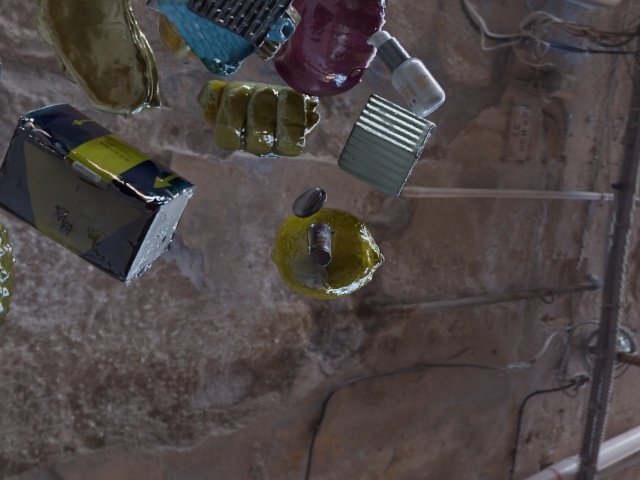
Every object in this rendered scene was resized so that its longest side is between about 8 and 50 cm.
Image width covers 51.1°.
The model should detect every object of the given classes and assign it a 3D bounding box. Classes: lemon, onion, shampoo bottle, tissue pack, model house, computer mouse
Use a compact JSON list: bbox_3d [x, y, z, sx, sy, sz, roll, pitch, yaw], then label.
[{"bbox_3d":[0.016,0.031,1.794,0.310,0.253,0.253,2,-85,12],"label":"lemon"},{"bbox_3d":[-0.008,-0.544,1.614,0.358,0.345,0.358,-32,-140,32],"label":"onion"},{"bbox_3d":[0.172,-0.341,1.348,0.192,0.074,0.074,55,-46,4],"label":"shampoo bottle"},{"bbox_3d":[-0.563,-0.120,1.691,0.416,0.253,0.264,32,-64,0],"label":"tissue pack"},{"bbox_3d":[-0.095,-0.432,1.206,0.241,0.226,0.261,21,-107,37],"label":"model house"},{"bbox_3d":[-0.026,-0.089,1.658,0.096,0.066,0.039,-34,-128,21],"label":"computer mouse"}]

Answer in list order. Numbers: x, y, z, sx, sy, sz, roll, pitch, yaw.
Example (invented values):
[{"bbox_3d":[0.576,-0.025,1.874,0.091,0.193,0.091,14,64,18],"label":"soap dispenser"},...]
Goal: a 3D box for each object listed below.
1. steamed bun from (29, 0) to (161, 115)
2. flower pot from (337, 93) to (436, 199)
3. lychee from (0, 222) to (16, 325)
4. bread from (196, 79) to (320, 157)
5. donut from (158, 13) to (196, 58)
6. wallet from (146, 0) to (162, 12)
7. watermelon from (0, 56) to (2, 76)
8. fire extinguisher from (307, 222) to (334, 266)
[{"bbox_3d":[-0.506,-0.465,1.432,0.189,0.247,0.428,-117,-172,-68],"label":"steamed bun"},{"bbox_3d":[0.173,-0.247,1.772,0.189,0.239,0.209,29,-27,6],"label":"flower pot"},{"bbox_3d":[-0.478,0.044,0.752,0.320,0.270,0.270,-8,-94,33],"label":"lychee"},{"bbox_3d":[-0.182,-0.344,1.898,0.300,0.341,0.210,-141,-124,-69],"label":"bread"},{"bbox_3d":[-0.364,-0.773,2.077,0.449,0.198,0.449,-51,-153,39],"label":"donut"},{"bbox_3d":[-0.318,-0.608,1.725,0.119,0.232,0.025,-52,-133,22],"label":"wallet"},{"bbox_3d":[-0.658,-0.359,1.217,0.121,0.158,0.098,10,-122,18],"label":"watermelon"},{"bbox_3d":[0.000,0.000,1.416,0.158,0.064,0.043,-91,-157,-64],"label":"fire extinguisher"}]
